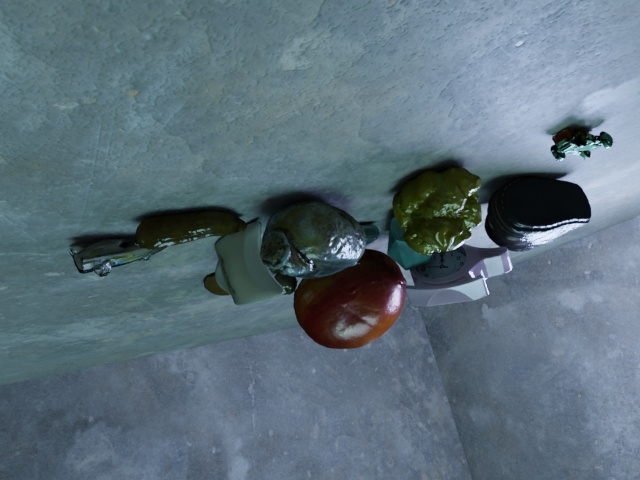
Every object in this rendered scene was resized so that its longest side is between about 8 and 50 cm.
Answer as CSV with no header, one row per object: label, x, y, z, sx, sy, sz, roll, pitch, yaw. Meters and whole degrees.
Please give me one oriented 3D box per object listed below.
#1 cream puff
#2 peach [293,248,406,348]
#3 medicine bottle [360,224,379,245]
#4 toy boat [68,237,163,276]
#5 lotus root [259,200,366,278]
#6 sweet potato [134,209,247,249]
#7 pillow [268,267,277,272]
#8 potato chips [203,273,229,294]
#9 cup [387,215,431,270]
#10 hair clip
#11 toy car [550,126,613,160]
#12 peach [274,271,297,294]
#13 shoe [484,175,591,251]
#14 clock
cream puff,0.259,-0.058,1.152,0.194,0.195,0.221,-9,161,-22
peach,0.101,0.179,1.650,0.372,0.373,0.290,-17,-160,7
medicine bottle,0.075,0.010,1.452,0.090,0.054,0.208,-6,165,-36
toy boat,-0.387,0.022,1.025,0.210,0.066,0.084,-15,-158,-38
lotus root,0.000,-0.003,1.138,0.175,0.175,0.349,-23,168,27
sweet potato,-0.240,-0.025,0.997,0.233,0.062,0.081,-10,180,-33
pillow,-0.130,0.064,1.481,0.203,0.038,0.113,-7,161,-30
potato chips,-0.276,0.130,1.562,0.150,0.049,0.202,-15,160,-22
cup,0.253,-0.015,1.412,0.134,0.148,0.236,10,165,11
hair clip,-0.187,0.067,1.230,0.113,0.173,0.282,-19,179,-17
toy car,0.566,-0.212,1.119,0.143,0.054,0.073,-8,162,-31
peach,-0.115,0.136,1.679,0.083,0.083,0.083,-14,166,-4
shoe,0.557,-0.063,1.440,0.383,0.171,0.237,-8,164,-36
clock,0.408,0.059,1.520,0.290,0.275,0.080,-8,130,24
